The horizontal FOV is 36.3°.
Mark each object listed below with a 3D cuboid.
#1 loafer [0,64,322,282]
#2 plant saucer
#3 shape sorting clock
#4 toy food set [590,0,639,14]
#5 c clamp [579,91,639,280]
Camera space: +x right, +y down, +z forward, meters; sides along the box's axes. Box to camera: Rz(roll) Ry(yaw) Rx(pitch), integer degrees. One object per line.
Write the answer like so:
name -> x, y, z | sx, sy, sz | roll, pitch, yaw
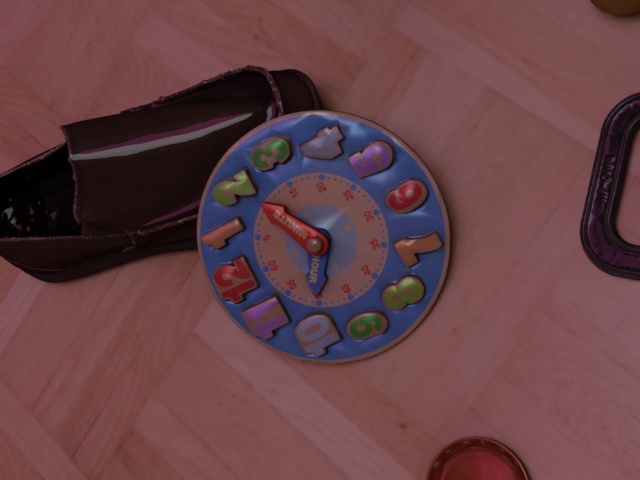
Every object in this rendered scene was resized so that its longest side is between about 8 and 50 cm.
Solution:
loafer -> -0.165, -0.050, 0.864 | 0.365, 0.130, 0.134 | -24, 71, 23
plant saucer -> 0.119, 0.189, 0.733 | 0.083, 0.013, 0.084 | -5, 79, 27
shape sorting clock -> 0.000, 0.000, 0.779 | 0.206, 0.040, 0.206 | 3, 104, 13
toy food set -> 0.252, -0.225, 0.720 | 0.192, 0.038, 0.132 | 27, 94, 30
c clamp -> 0.256, -0.029, 0.696 | 0.137, 0.022, 0.161 | 5, 85, 34
